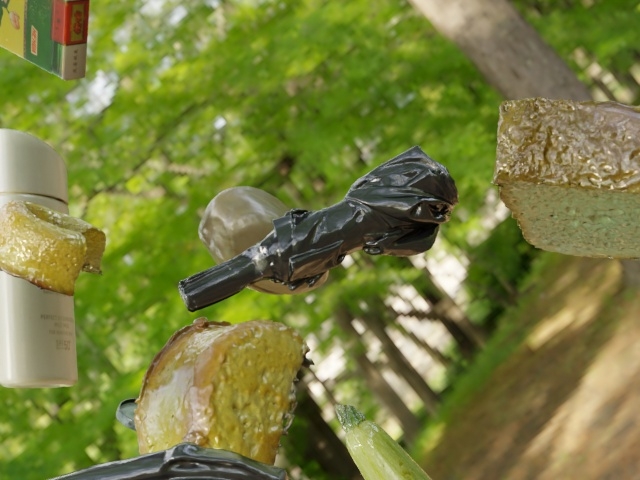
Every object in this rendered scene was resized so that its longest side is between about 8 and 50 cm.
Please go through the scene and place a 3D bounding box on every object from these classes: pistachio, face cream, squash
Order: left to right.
[{"bbox_3d":[-0.397,0.029,1.932,0.081,0.349,0.173,-6,-9,15],"label":"face cream"},{"bbox_3d":[-0.078,0.006,1.976,0.135,0.226,0.136,-24,51,33],"label":"pistachio"},{"bbox_3d":[0.093,0.328,2.053,0.094,0.224,0.094,-38,2,1],"label":"squash"}]

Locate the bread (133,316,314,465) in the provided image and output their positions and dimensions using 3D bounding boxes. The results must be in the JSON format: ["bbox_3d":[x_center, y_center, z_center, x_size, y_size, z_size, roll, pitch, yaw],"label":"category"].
[{"bbox_3d":[-0.130,0.195,1.656,0.160,0.147,0.261,-12,48,45],"label":"bread"}]

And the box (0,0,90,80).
[{"bbox_3d":[-0.321,-0.265,1.457,0.034,0.235,0.132,-16,-57,-42],"label":"box"}]

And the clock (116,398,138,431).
[{"bbox_3d":[-0.281,0.277,2.205,0.085,0.085,0.017,-41,-30,-68],"label":"clock"}]

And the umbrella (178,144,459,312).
[{"bbox_3d":[0.000,0.000,1.577,0.340,0.118,0.118,-23,-3,-14],"label":"umbrella"}]

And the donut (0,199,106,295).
[{"bbox_3d":[-0.335,0.001,1.685,0.181,0.146,0.078,-56,-11,-77],"label":"donut"}]

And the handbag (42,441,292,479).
[{"bbox_3d":[-0.121,0.268,0.969,0.308,0.254,0.093,-14,15,-2],"label":"handbag"}]

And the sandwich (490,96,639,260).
[{"bbox_3d":[0.233,-0.036,0.940,0.186,0.214,0.065,48,-131,-66],"label":"sandwich"}]
